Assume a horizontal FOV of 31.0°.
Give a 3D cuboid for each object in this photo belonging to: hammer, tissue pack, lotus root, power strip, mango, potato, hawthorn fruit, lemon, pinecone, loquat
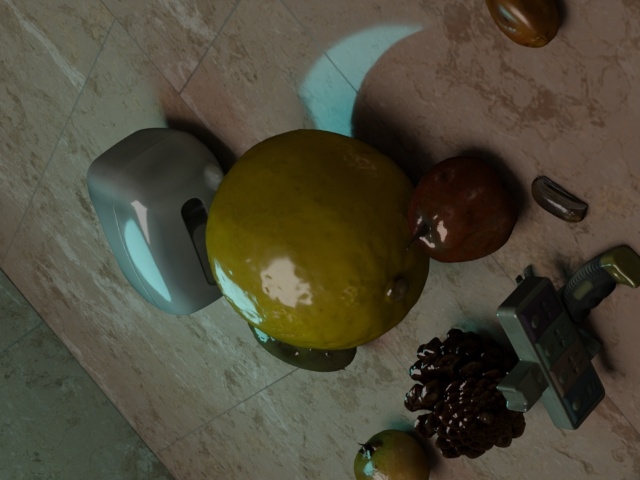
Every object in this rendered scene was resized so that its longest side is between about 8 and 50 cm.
[{"bbox_3d":[0.363,0.071,1.584,0.159,0.041,0.226,45,151,6],"label":"hammer"},{"bbox_3d":[-0.267,-0.030,2.141,0.236,0.229,0.333,21,140,44],"label":"tissue pack"},{"bbox_3d":[0.311,-0.049,1.529,0.083,0.030,0.037,37,149,24],"label":"lotus root"},{"bbox_3d":[0.301,0.173,1.598,0.061,0.145,0.216,-3,122,53],"label":"power strip"},{"bbox_3d":[0.232,-0.276,1.351,0.114,0.060,0.080,51,167,-4],"label":"mango"},{"bbox_3d":[-0.036,0.149,2.114,0.235,0.160,0.178,38,174,2],"label":"potato"},{"bbox_3d":[0.175,-0.040,1.590,0.149,0.189,0.149,170,90,-73],"label":"hawthorn fruit"},{"bbox_3d":[0.000,0.000,1.714,0.348,0.348,0.348,34,147,26],"label":"lemon"},{"bbox_3d":[0.227,0.234,1.820,0.208,0.208,0.208,34,147,26],"label":"pinecone"},{"bbox_3d":[0.136,0.434,2.208,0.163,0.137,0.163,43,167,12],"label":"loquat"}]
